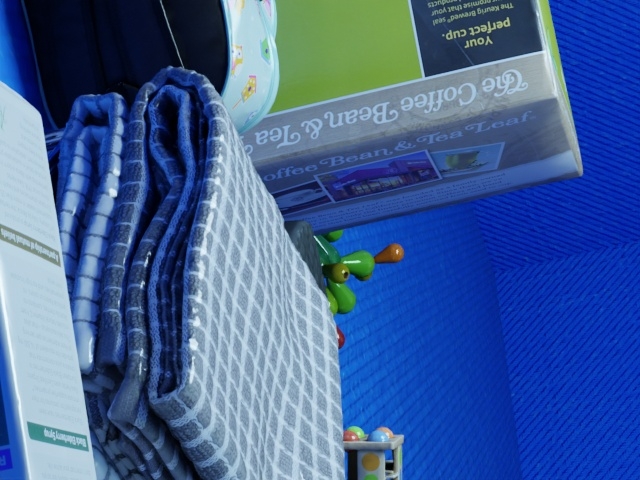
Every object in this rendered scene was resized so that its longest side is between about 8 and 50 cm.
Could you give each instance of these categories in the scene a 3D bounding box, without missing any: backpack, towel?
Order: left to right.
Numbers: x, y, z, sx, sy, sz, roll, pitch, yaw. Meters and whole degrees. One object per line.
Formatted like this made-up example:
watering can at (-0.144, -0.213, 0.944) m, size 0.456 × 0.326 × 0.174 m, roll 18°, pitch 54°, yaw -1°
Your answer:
backpack at (-0.111, -0.147, 1.238) m, size 0.144 × 0.166 × 0.188 m, roll 16°, pitch 64°, yaw -67°
towel at (-0.068, 0.070, 1.089) m, size 0.235 × 0.121 × 0.283 m, roll 65°, pitch 16°, yaw -45°

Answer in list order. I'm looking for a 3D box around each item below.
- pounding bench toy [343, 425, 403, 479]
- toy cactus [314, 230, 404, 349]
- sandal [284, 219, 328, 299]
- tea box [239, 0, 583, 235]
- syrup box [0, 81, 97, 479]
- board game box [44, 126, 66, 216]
pounding bench toy at (0.037, 0.174, 1.397) m, size 0.083 × 0.052 × 0.065 m, roll -2°, pitch 91°, yaw -78°
toy cactus at (0.000, 0.000, 1.871) m, size 0.180 × 0.112 × 0.219 m, roll 62°, pitch 24°, yaw -22°
sandal at (-0.053, 0.200, 1.362) m, size 0.167 × 0.107 × 0.445 m, roll 43°, pitch 48°, yaw -74°
tea box at (0.030, -0.196, 1.594) m, size 0.220 × 0.329 × 0.323 m, roll 50°, pitch 30°, yaw -69°
syrup box at (-0.174, 0.047, 0.865) m, size 0.096 × 0.093 × 0.237 m, roll 42°, pitch 36°, yaw -73°
board game box at (-0.147, 0.067, 1.125) m, size 0.165 × 0.042 × 0.243 m, roll -72°, pitch 147°, yaw -70°
